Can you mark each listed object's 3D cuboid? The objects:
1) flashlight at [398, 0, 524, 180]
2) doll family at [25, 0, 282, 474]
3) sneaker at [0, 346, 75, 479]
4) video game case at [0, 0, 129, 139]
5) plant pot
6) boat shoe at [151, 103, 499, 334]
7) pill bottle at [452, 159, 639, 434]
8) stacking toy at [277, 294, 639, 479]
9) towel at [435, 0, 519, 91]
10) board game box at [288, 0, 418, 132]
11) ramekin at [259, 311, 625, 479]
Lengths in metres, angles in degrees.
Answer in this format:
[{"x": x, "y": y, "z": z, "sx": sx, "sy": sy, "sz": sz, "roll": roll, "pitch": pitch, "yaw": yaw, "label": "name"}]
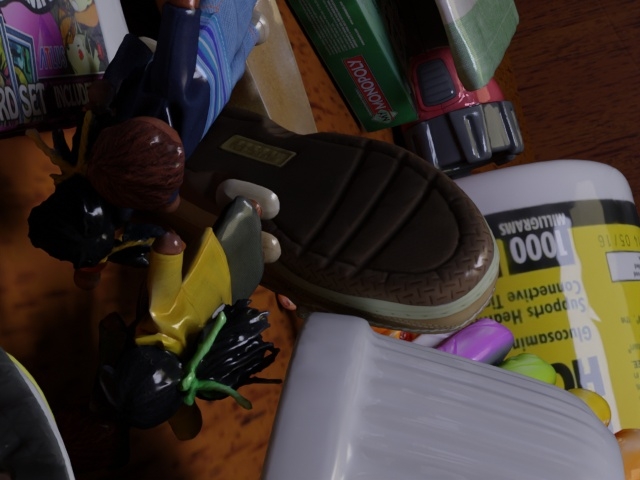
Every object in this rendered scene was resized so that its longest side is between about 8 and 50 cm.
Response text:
[{"x": 0.085, "y": -0.203, "z": 1.272, "sx": 0.103, "sy": 0.103, "sz": 0.304, "roll": -11, "pitch": 82, "yaw": -33, "label": "flashlight"}, {"x": -0.050, "y": -0.002, "z": 0.456, "sx": 0.111, "sy": 0.076, "sz": 0.193, "roll": -61, "pitch": 152, "yaw": -51, "label": "doll family"}, {"x": -0.076, "y": 0.125, "z": 0.328, "sx": 0.094, "sy": 0.081, "sz": 0.208, "roll": 49, "pitch": 36, "yaw": -77, "label": "sneaker"}, {"x": -0.128, "y": -0.128, "z": 0.425, "sx": 0.232, "sy": 0.042, "sz": 0.210, "roll": -32, "pitch": 108, "yaw": -76, "label": "video game case"}, {"x": -0.049, "y": -0.117, "z": 0.706, "sx": 0.236, "sy": 0.032, "sz": 0.236, "roll": -19, "pitch": 90, "yaw": -84, "label": "plant pot"}, {"x": 0.000, "y": 0.000, "z": 0.575, "sx": 0.190, "sy": 0.068, "sz": 0.072, "roll": 28, "pitch": -33, "yaw": 47, "label": "boat shoe"}, {"x": 0.139, "y": 0.132, "z": 0.935, "sx": 0.188, "sy": 0.188, "sz": 0.334, "roll": 26, "pitch": 50, "yaw": -73, "label": "pill bottle"}, {"x": 0.078, "y": 0.104, "z": 0.770, "sx": 0.302, "sy": 0.175, "sz": 0.166, "roll": 49, "pitch": -18, "yaw": 12, "label": "stacking toy"}, {"x": 0.066, "y": -0.285, "z": 1.108, "sx": 0.325, "sy": 0.038, "sz": 0.248, "roll": 66, "pitch": 18, "yaw": -12, "label": "towel"}, {"x": -0.007, "y": -0.245, "z": 1.039, "sx": 0.317, "sy": 0.046, "sz": 0.213, "roll": 54, "pitch": 24, "yaw": -56, "label": "board game box"}, {"x": 0.030, "y": 0.133, "z": 0.492, "sx": 0.207, "sy": 0.109, "sz": 0.207, "roll": 10, "pitch": 90, "yaw": -87, "label": "ramekin"}]
